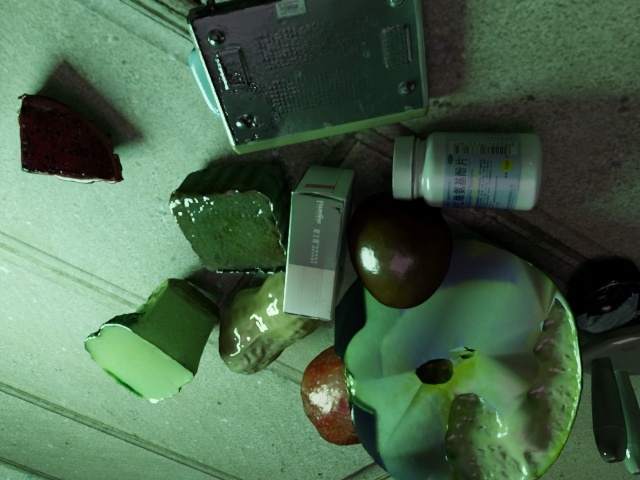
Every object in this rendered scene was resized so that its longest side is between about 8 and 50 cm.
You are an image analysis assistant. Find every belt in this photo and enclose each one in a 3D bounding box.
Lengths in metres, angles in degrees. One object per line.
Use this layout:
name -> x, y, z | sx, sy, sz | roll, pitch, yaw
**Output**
belt -> 0.458, 0.089, 0.909 | 0.105, 0.058, 0.140 | 13, 133, -8

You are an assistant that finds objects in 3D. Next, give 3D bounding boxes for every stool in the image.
stool -> 0.545, 0.258, 0.923 | 0.195, 0.198, 0.195 | -28, 138, 30

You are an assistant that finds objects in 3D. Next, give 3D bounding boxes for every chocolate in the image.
chocolate -> 0.110, 0.018, 0.825 | 0.177, 0.176, 0.176 | 7, 135, 8

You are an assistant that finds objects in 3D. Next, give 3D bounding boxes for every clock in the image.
clock -> -0.093, -0.222, 0.755 | 0.147, 0.045, 0.108 | -5, 133, 18

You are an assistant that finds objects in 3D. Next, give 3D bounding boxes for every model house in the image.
model house -> -0.316, 0.175, 1.104 | 0.195, 0.189, 0.214 | 39, 134, -11

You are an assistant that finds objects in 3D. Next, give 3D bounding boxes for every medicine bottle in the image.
medicine bottle -> 0.194, -0.095, 0.764 | 0.187, 0.102, 0.102 | 3, 134, 11

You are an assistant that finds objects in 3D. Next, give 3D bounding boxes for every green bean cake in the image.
green bean cake -> -0.127, -0.037, 0.911 | 0.173, 0.094, 0.181 | -2, 134, 17

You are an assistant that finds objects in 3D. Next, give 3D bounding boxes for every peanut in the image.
peanut -> -0.088, 0.138, 1.050 | 0.149, 0.149, 0.313 | 34, 130, -19

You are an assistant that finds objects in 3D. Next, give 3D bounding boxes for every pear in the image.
pear -> 0.224, 0.199, 0.928 | 0.399, 0.398, 0.165 | -9, 170, 22

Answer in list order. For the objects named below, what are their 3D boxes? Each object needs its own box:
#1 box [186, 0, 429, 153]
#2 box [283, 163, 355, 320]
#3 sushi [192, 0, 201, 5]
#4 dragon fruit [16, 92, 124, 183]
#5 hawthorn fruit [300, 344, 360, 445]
box -> -0.007, -0.219, 0.694 | 0.270, 0.045, 0.210 | -9, 132, 4
box -> 0.000, 0.000, 0.845 | 0.081, 0.135, 0.199 | 7, 114, 7
sushi -> -0.191, -0.323, 0.670 | 0.118, 0.061, 0.060 | 33, 107, -8
dragon fruit -> -0.392, -0.152, 0.889 | 0.161, 0.120, 0.127 | 7, 98, -28
hawthorn fruit -> 0.083, 0.287, 1.111 | 0.253, 0.205, 0.205 | -34, 118, 30
